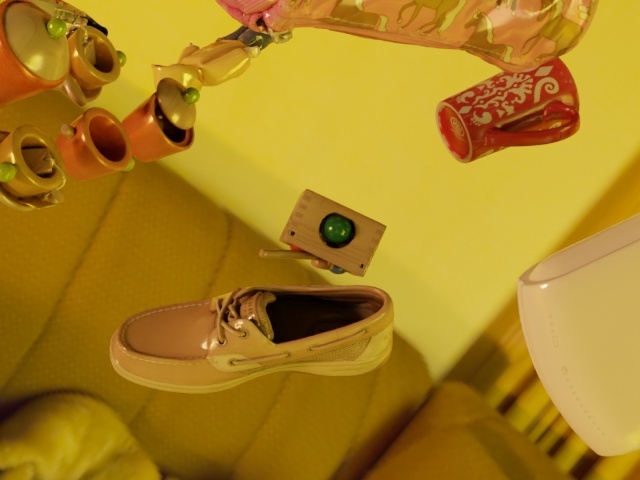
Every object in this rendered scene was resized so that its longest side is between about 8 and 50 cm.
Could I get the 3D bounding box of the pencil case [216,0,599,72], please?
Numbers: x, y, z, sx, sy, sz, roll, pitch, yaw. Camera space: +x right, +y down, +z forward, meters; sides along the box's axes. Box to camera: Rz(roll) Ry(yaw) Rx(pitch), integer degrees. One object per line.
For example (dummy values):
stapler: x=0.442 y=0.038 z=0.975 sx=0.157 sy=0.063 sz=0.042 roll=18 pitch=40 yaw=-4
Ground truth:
pencil case: x=0.073 y=-0.235 z=1.017 sx=0.386 sy=0.167 sz=0.160 roll=-1 pitch=45 yaw=-44

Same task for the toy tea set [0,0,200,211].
toy tea set: x=-0.234 y=-0.157 z=1.305 sx=0.336 sy=0.124 sz=0.200 roll=-25 pitch=90 yaw=-62

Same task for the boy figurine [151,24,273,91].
boy figurine: x=-0.195 y=-0.329 z=2.223 sx=0.177 sy=0.285 sz=0.092 roll=16 pitch=-47 yaw=46

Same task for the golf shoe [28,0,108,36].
golf shoe: x=-0.466 y=-0.408 z=2.268 sx=0.086 sy=0.067 sz=0.186 roll=2 pitch=-8 yaw=32

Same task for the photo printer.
photo printer: x=0.393 y=0.092 z=1.436 sx=0.107 sy=0.308 sz=0.256 roll=-103 pitch=168 yaw=-77

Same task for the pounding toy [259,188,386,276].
pounding toy: x=0.000 y=0.000 z=1.555 sx=0.130 sy=0.100 sz=0.141 roll=25 pitch=-2 yaw=-4

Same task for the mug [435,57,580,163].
mug: x=0.257 y=-0.178 z=1.683 sx=0.113 sy=0.169 sz=0.150 roll=70 pitch=-16 yaw=-10

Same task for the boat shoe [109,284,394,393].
boat shoe: x=-0.083 y=0.099 z=1.483 sx=0.110 sy=0.341 sz=0.121 roll=91 pitch=-8 yaw=-52
